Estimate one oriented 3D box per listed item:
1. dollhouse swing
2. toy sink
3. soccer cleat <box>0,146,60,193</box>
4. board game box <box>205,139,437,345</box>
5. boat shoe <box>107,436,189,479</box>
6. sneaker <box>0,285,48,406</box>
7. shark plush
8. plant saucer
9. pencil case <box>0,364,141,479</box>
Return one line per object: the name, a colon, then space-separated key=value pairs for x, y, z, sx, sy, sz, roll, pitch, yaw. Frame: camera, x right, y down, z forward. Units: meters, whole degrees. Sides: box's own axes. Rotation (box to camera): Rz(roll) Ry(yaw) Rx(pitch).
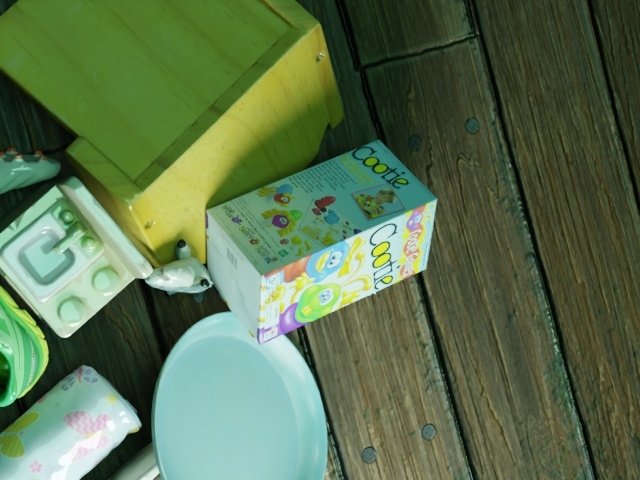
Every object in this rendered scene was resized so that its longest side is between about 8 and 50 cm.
dollhouse swing: x=-0.211 y=-0.198 z=1.779 sx=0.305 sy=0.315 sz=0.347 roll=36 pitch=73 yaw=25
toy sink: x=-0.327 y=0.023 z=1.651 sx=0.131 sy=0.234 sz=0.153 roll=-43 pitch=105 yaw=-16
soccer cleat: x=-0.432 y=-0.076 z=1.706 sx=0.196 sy=0.068 sz=0.076 roll=-5 pitch=107 yaw=-20
board game box: x=0.000 y=0.000 z=1.790 sx=0.275 sy=0.144 sz=0.142 roll=-23 pitch=142 yaw=-24
boat shoe: x=-0.259 y=0.371 z=1.727 sx=0.324 sy=0.116 sz=0.096 roll=-43 pitch=101 yaw=-26
sneaker: x=-0.448 y=0.084 z=1.620 sx=0.295 sy=0.109 sz=0.123 roll=49 pitch=30 yaw=-23
shark plush: x=-0.184 y=0.049 z=1.759 sx=0.067 sy=0.161 sz=0.073 roll=-32 pitch=84 yaw=0
plant saucer: x=-0.112 y=0.254 z=1.774 sx=0.317 sy=0.044 sz=0.317 roll=20 pitch=63 yaw=-44
pencil case: x=-0.358 y=0.285 z=1.704 sx=0.273 sy=0.113 sz=0.124 roll=-44 pitch=123 yaw=-15
